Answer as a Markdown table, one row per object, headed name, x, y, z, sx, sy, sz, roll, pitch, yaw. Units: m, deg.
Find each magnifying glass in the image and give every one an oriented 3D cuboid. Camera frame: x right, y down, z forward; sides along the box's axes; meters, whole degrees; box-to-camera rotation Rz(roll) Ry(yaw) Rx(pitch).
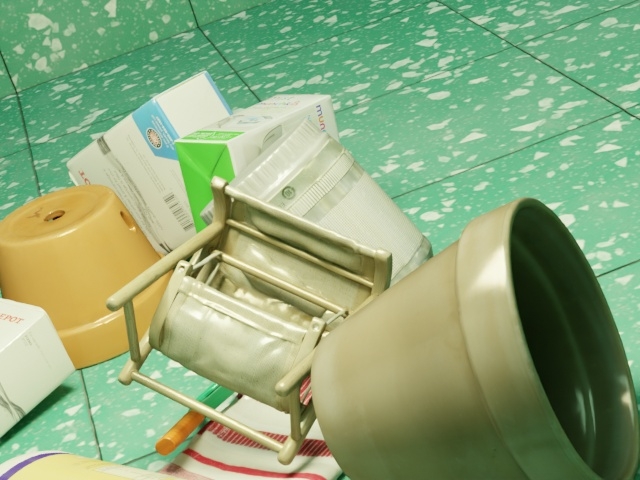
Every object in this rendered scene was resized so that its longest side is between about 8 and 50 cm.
| name | x | y | z | sx | sy | sz | roll | pitch | yaw |
| --- | --- | --- | --- | --- | --- | --- | --- | --- | --- |
| magnifying glass | -0.153 | 0.217 | 1.852 | 0.092 | 0.026 | 0.231 | -35 | 5 | 27 |

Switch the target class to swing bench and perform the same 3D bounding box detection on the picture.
| name | x | y | z | sx | sy | sz | roll | pitch | yaw |
| --- | --- | --- | --- | --- | --- | --- | --- | --- | --- |
| swing bench | -0.082 | 0.091 | 1.743 | 0.253 | 0.165 | 0.254 | 24 | 52 | 19 |

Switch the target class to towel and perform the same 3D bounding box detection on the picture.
| name | x | y | z | sx | sy | sz | roll | pitch | yaw |
| --- | --- | --- | --- | --- | --- | --- | --- | --- | --- |
| towel | -0.045 | 0.241 | 1.788 | 0.237 | 0.037 | 0.329 | 3 | 31 | 38 |

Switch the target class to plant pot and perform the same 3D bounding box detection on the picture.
| name | x | y | z | sx | sy | sz | roll | pitch | yaw |
| --- | --- | --- | --- | --- | --- | --- | --- | --- | --- |
| plant pot | 0.156 | 0.152 | 1.554 | 0.280 | 0.323 | 0.323 | -22 | 20 | 26 |
| plant pot | -0.383 | 0.045 | 2.236 | 0.291 | 0.203 | 0.291 | -14 | 25 | 7 |

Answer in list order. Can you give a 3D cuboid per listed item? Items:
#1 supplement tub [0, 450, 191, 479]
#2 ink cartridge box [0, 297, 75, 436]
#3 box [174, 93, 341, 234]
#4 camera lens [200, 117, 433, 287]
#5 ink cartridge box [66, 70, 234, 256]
| name | x | y | z | sx | sy | sz | roll | pitch | yaw |
| --- | --- | --- | --- | --- | --- | --- | --- | --- | --- |
| supplement tub | -0.187 | 0.346 | 1.403 | 0.331 | 0.241 | 0.241 | 4 | 32 | 38 |
| ink cartridge box | -0.524 | 0.214 | 2.046 | 0.207 | 0.117 | 0.283 | 8 | 41 | 45 |
| box | -0.075 | -0.064 | 2.155 | 0.127 | 0.262 | 0.231 | 6 | 25 | 44 |
| camera lens | 0.000 | 0.000 | 1.936 | 0.219 | 0.274 | 0.219 | -42 | 7 | 7 |
| ink cartridge box | -0.247 | -0.107 | 2.323 | 0.129 | 0.223 | 0.307 | -37 | 7 | -40 |
